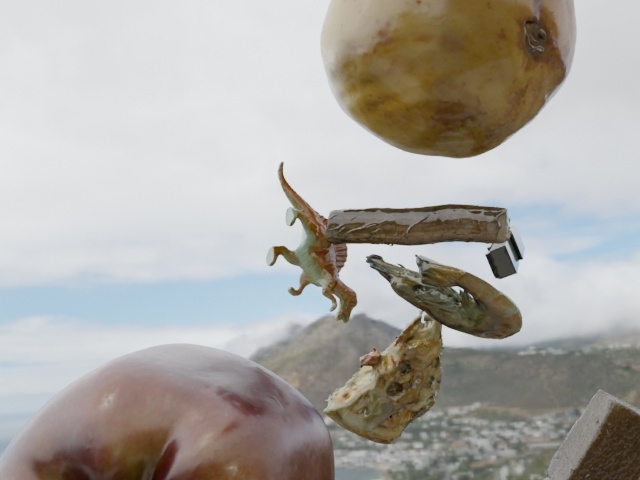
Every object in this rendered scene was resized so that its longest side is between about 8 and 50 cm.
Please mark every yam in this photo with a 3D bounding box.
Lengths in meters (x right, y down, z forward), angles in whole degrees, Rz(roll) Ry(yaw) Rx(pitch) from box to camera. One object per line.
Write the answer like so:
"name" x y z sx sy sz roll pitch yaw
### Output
"yam" 0.126 -0.020 0.947 0.241 0.056 0.057 0 -11 11

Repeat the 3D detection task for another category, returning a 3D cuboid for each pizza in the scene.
"pizza" 0.155 0.261 1.386 0.189 0.297 0.071 40 3 -20

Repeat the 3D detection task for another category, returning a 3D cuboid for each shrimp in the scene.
"shrimp" 0.187 0.078 1.101 0.254 0.059 0.145 32 -27 2

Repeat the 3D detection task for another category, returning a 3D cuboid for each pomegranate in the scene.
"pomegranate" 0.172 -0.310 1.116 0.410 0.409 0.410 -4 -12 -1

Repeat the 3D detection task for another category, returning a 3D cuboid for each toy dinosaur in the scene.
"toy dinosaur" 0.000 0.001 1.011 0.142 0.212 0.057 14 -15 -36

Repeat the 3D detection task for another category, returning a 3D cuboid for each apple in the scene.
"apple" -0.127 0.231 0.619 0.288 0.288 0.317 -5 -16 7

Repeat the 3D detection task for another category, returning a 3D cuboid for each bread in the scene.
"bread" 0.578 0.536 1.598 0.165 0.416 0.113 31 4 -11

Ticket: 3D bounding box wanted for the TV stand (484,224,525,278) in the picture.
"TV stand" 0.307 0.016 1.200 0.040 0.048 0.256 -22 1 18
